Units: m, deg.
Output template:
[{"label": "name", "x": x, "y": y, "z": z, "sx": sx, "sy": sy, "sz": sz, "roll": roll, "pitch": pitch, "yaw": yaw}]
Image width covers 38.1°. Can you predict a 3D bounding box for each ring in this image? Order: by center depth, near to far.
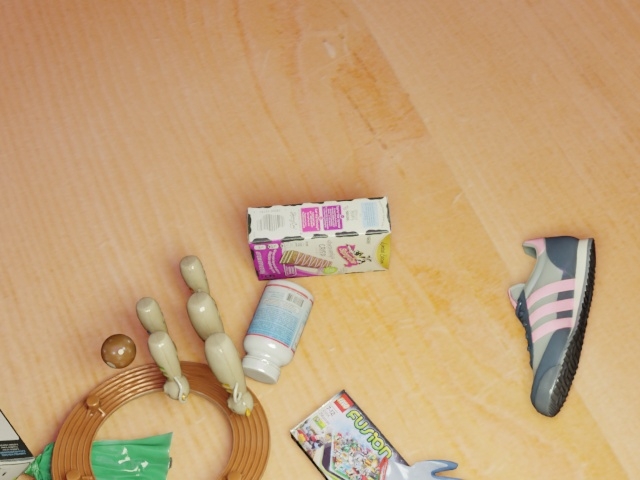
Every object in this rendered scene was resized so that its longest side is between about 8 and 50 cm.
[{"label": "ring", "x": -0.245, "y": 0.310, "z": 1.424, "sx": 0.337, "sy": 0.032, "sz": 0.336, "roll": -1, "pitch": 42, "yaw": 1}]

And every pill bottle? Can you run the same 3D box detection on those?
[{"label": "pill bottle", "x": -0.075, "y": 0.151, "z": 1.530, "sx": 0.087, "sy": 0.087, "sz": 0.160, "roll": 17, "pitch": 65, "yaw": 11}]

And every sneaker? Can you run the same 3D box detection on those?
[{"label": "sneaker", "x": 0.365, "y": 0.135, "z": 1.522, "sx": 0.131, "sy": 0.112, "sz": 0.319, "roll": 7, "pitch": 59, "yaw": 25}]

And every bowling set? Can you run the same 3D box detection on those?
[{"label": "bowling set", "x": -0.234, "y": 0.172, "z": 1.468, "sx": 0.200, "sy": 0.154, "sz": 0.287, "roll": -19, "pitch": 36, "yaw": -5}]

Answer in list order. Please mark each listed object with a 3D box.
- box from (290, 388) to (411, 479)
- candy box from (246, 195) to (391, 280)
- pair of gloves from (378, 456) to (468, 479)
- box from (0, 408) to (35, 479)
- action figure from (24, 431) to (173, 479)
[{"label": "box", "x": 0.059, "y": 0.347, "z": 1.452, "sx": 0.114, "sy": 0.036, "sz": 0.207, "roll": -37, "pitch": 67, "yaw": -15}, {"label": "candy box", "x": 0.000, "y": 0.000, "z": 1.564, "sx": 0.234, "sy": 0.159, "sz": 0.071, "roll": -6, "pitch": 64, "yaw": 0}, {"label": "pair of gloves", "x": 0.147, "y": 0.422, "z": 1.389, "sx": 0.159, "sy": 0.023, "sz": 0.198, "roll": 16, "pitch": 77, "yaw": -8}, {"label": "box", "x": -0.599, "y": 0.293, "z": 1.449, "sx": 0.169, "sy": 0.087, "sz": 0.290, "roll": -48, "pitch": 67, "yaw": 7}, {"label": "action figure", "x": -0.352, "y": 0.360, "z": 1.447, "sx": 0.232, "sy": 0.063, "sz": 0.137, "roll": 5, "pitch": 64, "yaw": 0}]
